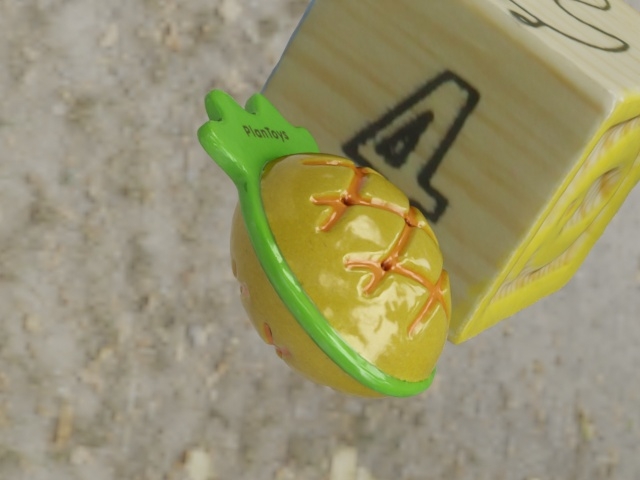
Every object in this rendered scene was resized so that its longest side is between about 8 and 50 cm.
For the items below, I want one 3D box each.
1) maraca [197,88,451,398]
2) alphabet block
[{"bbox_3d":[0.000,0.000,0.886,0.185,0.099,0.127,59,22,15],"label":"maraca"},{"bbox_3d":[0.096,-0.081,1.109,0.192,0.197,0.193,-23,148,-57],"label":"alphabet block"}]
